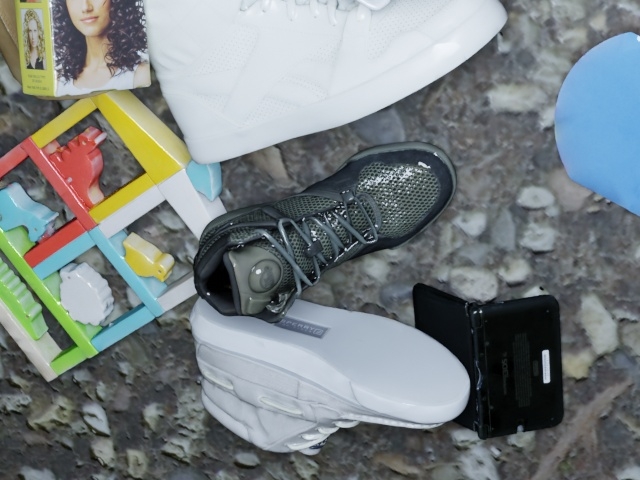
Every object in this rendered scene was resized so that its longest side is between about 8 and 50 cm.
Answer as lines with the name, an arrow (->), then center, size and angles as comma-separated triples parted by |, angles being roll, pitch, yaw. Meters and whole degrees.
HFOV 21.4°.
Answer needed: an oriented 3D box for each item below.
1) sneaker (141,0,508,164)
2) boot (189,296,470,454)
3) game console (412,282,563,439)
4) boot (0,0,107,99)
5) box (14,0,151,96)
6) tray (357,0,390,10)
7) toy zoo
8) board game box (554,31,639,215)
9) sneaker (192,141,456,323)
sneaker -> -0.019, -0.172, 1.258 | 0.292, 0.108, 0.169 | -18, 111, 31
boot -> 0.008, 0.127, 1.415 | 0.258, 0.095, 0.123 | 19, 129, 28
game console -> 0.138, 0.093, 1.386 | 0.107, 0.071, 0.122 | -9, 116, -6
boot -> -0.282, -0.238, 1.345 | 0.236, 0.089, 0.269 | 6, 131, 44
box -> -0.181, -0.226, 1.248 | 0.058, 0.087, 0.232 | 10, 108, 52
tray -> -0.033, -0.285, 1.212 | 0.270, 0.145, 0.030 | 33, 166, 4
toy zoo -> -0.193, -0.014, 1.461 | 0.293, 0.030, 0.192 | -32, 100, 32
board game box -> 0.255, -0.079, 1.235 | 0.168, 0.033, 0.133 | 29, 129, 13
sneaker -> 0.000, 0.000, 1.318 | 0.227, 0.130, 0.087 | -19, 110, 15
